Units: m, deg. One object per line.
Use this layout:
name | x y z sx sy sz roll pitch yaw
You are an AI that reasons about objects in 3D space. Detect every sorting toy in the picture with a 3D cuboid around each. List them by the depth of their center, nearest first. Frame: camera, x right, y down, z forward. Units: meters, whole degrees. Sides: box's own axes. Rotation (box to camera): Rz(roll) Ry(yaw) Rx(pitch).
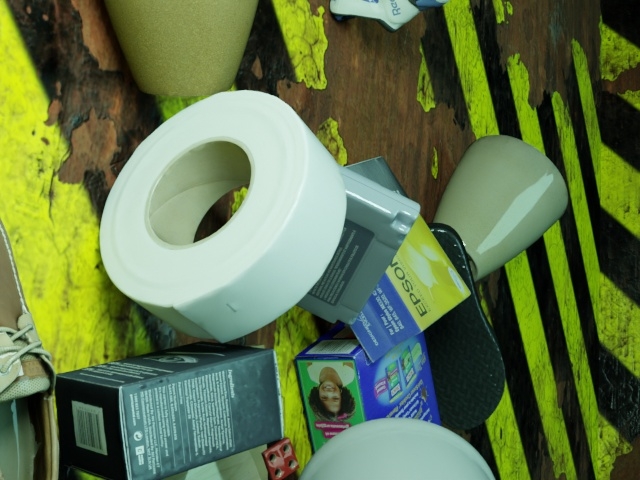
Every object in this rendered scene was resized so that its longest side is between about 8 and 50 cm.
sorting toy | -0.146 0.296 1.140 0.274 0.046 0.132 -28 103 -36

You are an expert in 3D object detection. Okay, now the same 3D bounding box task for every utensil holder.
utensil holder | 0.125 0.465 1.195 0.385 0.327 0.328 -102 -179 -77

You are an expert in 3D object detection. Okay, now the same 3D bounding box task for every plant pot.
plant pot | -0.165 -0.310 1.069 0.237 0.237 0.254 -35 131 -55
plant pot | 0.347 -0.044 1.895 0.274 0.256 0.256 -47 128 -31

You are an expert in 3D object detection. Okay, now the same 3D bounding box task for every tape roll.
tape roll | -0.115 -0.031 1.032 0.100 0.286 0.286 46 48 -49

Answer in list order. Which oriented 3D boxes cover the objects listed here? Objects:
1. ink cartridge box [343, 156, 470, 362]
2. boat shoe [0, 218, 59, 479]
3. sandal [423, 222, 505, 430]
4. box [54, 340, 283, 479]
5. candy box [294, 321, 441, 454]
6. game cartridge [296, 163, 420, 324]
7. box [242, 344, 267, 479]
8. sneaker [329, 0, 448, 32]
ink cartridge box | 0.098 0.015 1.489 0.304 0.072 0.307 59 30 4
boat shoe | -0.306 0.122 0.854 0.123 0.116 0.324 -14 99 -59
sandal | 0.274 0.170 1.804 0.107 0.167 0.446 -59 138 -70
box | -0.168 0.187 0.999 0.207 0.153 0.108 -8 93 -41
candy box | 0.095 0.295 1.511 0.268 0.122 0.317 -29 109 -57
game cartridge | 0.000 0.000 1.213 0.294 0.196 0.060 116 -3 -54
box | -0.127 0.250 1.239 0.164 0.021 0.201 3 83 -59
sneaker | 0.063 -0.486 1.551 0.315 0.182 0.127 53 32 2
